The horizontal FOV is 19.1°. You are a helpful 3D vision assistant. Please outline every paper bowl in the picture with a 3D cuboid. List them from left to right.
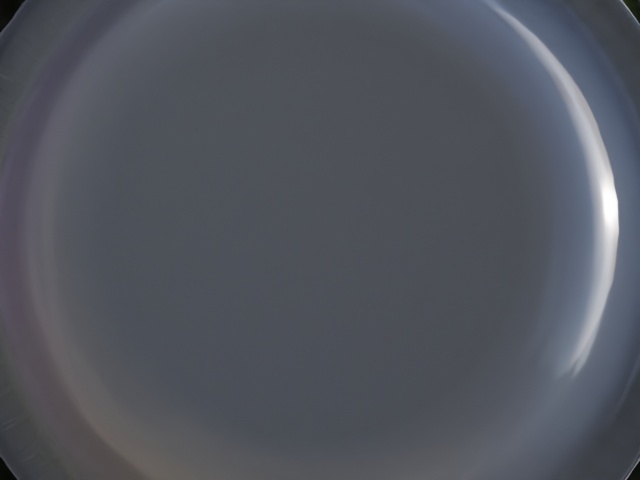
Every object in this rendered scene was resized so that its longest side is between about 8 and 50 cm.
[{"bbox_3d":[0.000,0.000,0.702,0.284,0.284,0.148,32,-1,5],"label":"paper bowl"}]
